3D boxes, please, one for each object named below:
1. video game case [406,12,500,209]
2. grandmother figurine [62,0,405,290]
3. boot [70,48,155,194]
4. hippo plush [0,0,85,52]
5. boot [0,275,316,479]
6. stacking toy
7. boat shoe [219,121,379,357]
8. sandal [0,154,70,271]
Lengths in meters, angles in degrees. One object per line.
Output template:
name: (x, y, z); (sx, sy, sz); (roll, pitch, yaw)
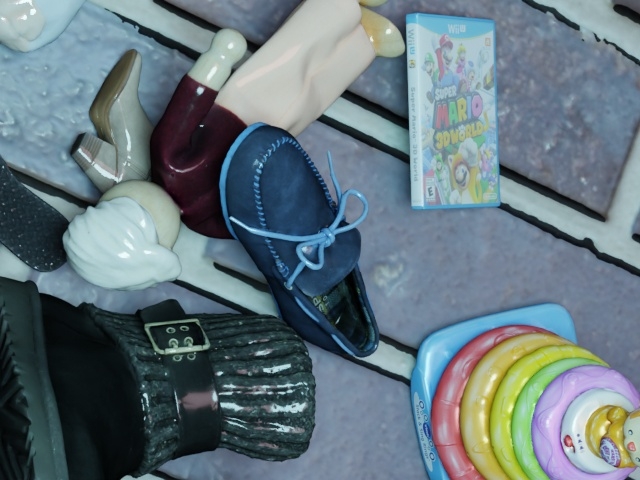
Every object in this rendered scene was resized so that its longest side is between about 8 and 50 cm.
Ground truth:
video game case: (0.116, -0.111, 1.686); (0.119, 0.015, 0.166); (-3, 92, -50)
grandmother figurine: (-0.073, -0.082, 1.577); (0.342, 0.104, 0.208); (-45, 132, -23)
boot: (-0.150, -0.086, 1.601); (0.087, 0.042, 0.118); (33, 80, -25)
hippo plush: (-0.189, -0.266, 1.475); (0.294, 0.236, 0.234); (18, 84, -20)
boot: (-0.125, 0.148, 1.467); (0.260, 0.348, 0.131); (13, 120, -19)
stacking toy: (0.210, 0.154, 1.600); (0.166, 0.302, 0.175); (-14, 96, -21)
boat shoe: (0.000, 0.000, 1.565); (0.109, 0.089, 0.258); (-51, 145, -15)
sandal: (-0.270, -0.041, 1.557); (0.067, 0.040, 0.179); (-48, 120, -9)
